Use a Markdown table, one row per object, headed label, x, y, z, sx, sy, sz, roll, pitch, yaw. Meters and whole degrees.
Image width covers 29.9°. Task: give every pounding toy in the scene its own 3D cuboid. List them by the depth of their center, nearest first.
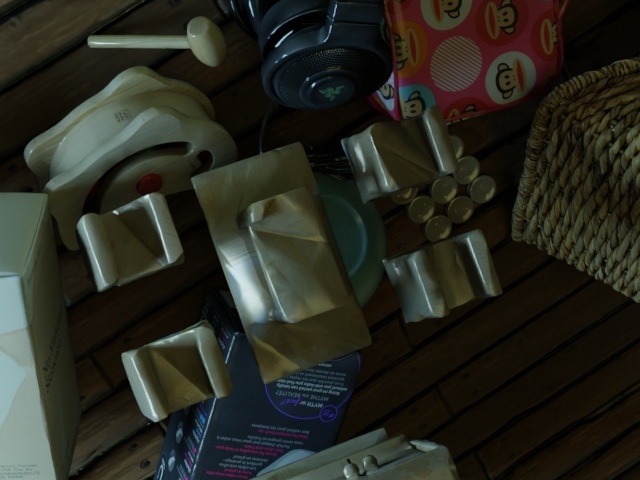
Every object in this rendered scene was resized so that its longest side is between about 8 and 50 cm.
| label | x | y | z | sx | sy | sz | roll | pitch | yaw |
| --- | --- | --- | --- | --- | --- | --- | --- | --- | --- |
| pounding toy | -0.195 | -0.124 | 1.289 | 0.270 | 0.155 | 0.154 | -35 | 146 | 6 |

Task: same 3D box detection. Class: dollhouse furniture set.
| label | x | y | z | sx | sy | sz | roll | pitch | yaw |
| --- | --- | --- | --- | --- | --- | --- | --- | --- | --- |
| dollhouse furniture set | -0.019 | 0.107 | 1.240 | 0.362 | 0.256 | 0.394 | -19 | 89 | -15 |

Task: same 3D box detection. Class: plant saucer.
| label | x | y | z | sx | sy | sz | roll | pitch | yaw |
| --- | --- | --- | --- | --- | --- | --- | --- | --- | --- |
| plant saucer | 0.000 | 0.000 | 1.376 | 0.195 | 0.037 | 0.194 | 4 | 82 | -26 |

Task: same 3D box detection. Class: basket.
| label | x | y | z | sx | sy | sz | roll | pitch | yaw |
| --- | --- | --- | --- | --- | --- | --- | --- | --- | --- |
| basket | 0.379 | -0.097 | 1.411 | 0.213 | 0.223 | 0.299 | -50 | 158 | -25 |

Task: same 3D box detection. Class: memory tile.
| label | x | y | z | sx | sy | sz | roll | pitch | yaw |
| --- | --- | --- | --- | --- | --- | --- | --- | --- | --- |
| memory tile | 0.138 | -0.075 | 1.459 | 0.113 | 0.012 | 0.148 | -42 | 118 | 0 |

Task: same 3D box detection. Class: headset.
| label | x | y | z | sx | sy | sz | roll | pitch | yaw |
| --- | --- | --- | --- | --- | --- | --- | --- | --- | --- |
| headset | 0.011 | -0.224 | 1.243 | 0.185 | 0.243 | 0.394 | 1 | 129 | -21 |

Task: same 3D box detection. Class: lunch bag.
| label | x | y | z | sx | sy | sz | roll | pitch | yaw |
| --- | --- | --- | --- | --- | --- | --- | --- | --- | --- |
| lunch bag | 0.162 | -0.285 | 1.326 | 0.258 | 0.120 | 0.293 | -16 | 114 | -14 |

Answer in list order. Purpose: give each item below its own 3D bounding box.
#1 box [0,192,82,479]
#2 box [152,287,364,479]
| label | x | y | z | sx | sy | sz | roll | pitch | yaw |
| --- | --- | --- | --- | --- | --- | --- | --- | --- | --- |
| box | -0.331 | 0.114 | 1.232 | 0.121 | 0.148 | 0.311 | 0 | 128 | -1 |
| box | -0.079 | 0.214 | 1.416 | 0.165 | 0.143 | 0.270 | 12 | 105 | -22 |
